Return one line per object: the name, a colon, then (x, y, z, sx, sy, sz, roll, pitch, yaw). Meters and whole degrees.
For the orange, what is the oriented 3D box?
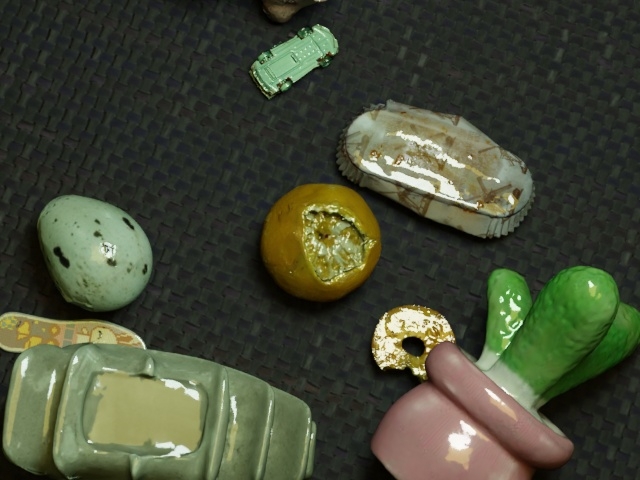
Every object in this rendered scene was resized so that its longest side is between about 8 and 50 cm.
orange: (0.000, 0.000, 1.879, 0.155, 0.134, 0.154, 0, 75, 2)

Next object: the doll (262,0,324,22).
doll: (-0.102, -0.359, 1.959, 0.303, 0.156, 0.201, 3, 36, 15)

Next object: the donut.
donut: (0.119, 0.133, 1.906, 0.108, 0.043, 0.097, 24, 77, 1)

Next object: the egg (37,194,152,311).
egg: (-0.285, 0.014, 1.852, 0.164, 0.131, 0.131, 37, 76, 17)

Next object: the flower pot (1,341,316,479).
flower pot: (-0.182, 0.217, 1.751, 0.368, 0.254, 0.164, 8, 77, -3)

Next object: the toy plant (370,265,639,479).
toy plant: (0.237, 0.184, 1.822, 0.211, 0.317, 0.356, 36, 90, 24)

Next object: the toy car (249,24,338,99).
toy car: (-0.033, -0.240, 1.978, 0.122, 0.035, 0.059, -34, 83, -20)

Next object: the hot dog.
hot dog: (0.153, -0.097, 1.945, 0.268, 0.075, 0.144, 23, 72, 3)

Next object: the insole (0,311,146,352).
insole: (-0.315, 0.126, 1.885, 0.197, 0.004, 0.065, 11, 77, -3)
